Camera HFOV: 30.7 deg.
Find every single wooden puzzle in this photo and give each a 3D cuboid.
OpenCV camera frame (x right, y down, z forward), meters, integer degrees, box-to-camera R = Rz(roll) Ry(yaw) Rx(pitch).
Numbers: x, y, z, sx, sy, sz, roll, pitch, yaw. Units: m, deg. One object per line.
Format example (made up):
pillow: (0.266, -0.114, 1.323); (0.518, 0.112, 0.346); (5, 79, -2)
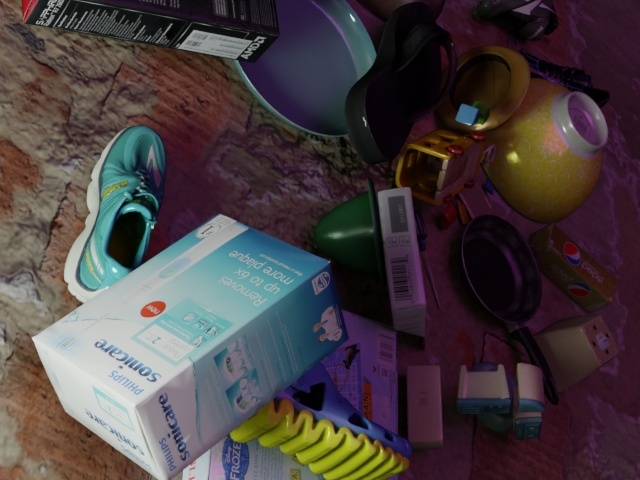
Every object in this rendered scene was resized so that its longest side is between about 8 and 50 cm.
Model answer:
wooden puzzle: (0.271, -0.068, 2.053); (0.116, 0.014, 0.079); (-17, 85, -45)

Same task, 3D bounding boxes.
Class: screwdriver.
screwdriver: (0.171, 0.031, 1.913); (0.025, 0.024, 0.170); (-7, 78, -12)

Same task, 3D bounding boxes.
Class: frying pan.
frying pan: (0.339, 0.105, 1.996); (0.326, 0.053, 0.197); (57, 44, -6)

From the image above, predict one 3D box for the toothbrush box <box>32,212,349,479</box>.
toothbrush box: (-0.150, 0.116, 1.374); (0.295, 0.216, 0.126); (-36, 129, -28)

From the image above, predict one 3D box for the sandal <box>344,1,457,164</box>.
sandal: (0.161, -0.268, 1.949); (0.168, 0.107, 0.446); (64, 31, -27)

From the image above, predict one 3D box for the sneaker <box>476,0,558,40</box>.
sneaker: (0.404, -0.448, 2.320); (0.234, 0.078, 0.106); (-12, 74, -46)

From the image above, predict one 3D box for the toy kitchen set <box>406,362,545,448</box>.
toy kitchen set: (0.239, 0.277, 1.792); (0.207, 0.166, 0.122); (-2, 61, 6)

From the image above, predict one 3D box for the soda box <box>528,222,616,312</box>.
soda box: (0.458, 0.052, 2.122); (0.181, 0.058, 0.061); (39, 48, -20)

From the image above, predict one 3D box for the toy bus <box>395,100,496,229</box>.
toy bus: (0.204, -0.137, 1.961); (0.191, 0.104, 0.202); (-61, 157, -17)

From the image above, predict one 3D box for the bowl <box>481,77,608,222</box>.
bowl: (0.438, -0.191, 2.162); (0.289, 0.156, 0.290); (20, 57, -34)

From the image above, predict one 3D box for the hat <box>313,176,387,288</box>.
hat: (0.000, 0.000, 1.769); (0.208, 0.183, 0.173); (53, 30, -79)

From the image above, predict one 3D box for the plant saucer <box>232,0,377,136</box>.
plant saucer: (-0.033, -0.304, 1.886); (0.317, 0.043, 0.318); (20, 56, -33)

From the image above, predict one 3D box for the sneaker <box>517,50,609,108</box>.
sneaker: (0.471, -0.319, 2.303); (0.232, 0.090, 0.081); (26, 53, -30)

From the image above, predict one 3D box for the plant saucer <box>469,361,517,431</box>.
plant saucer: (0.288, 0.251, 1.895); (0.119, 0.021, 0.119); (20, 56, -33)

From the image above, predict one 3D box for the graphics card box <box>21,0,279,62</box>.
graphics card box: (-0.248, -0.401, 1.682); (0.370, 0.094, 0.233); (4, 65, -30)

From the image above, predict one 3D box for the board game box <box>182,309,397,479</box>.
board game box: (-0.031, 0.231, 1.592); (0.318, 0.066, 0.319); (22, 55, -32)

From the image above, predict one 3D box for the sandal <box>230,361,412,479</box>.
sandal: (-0.007, 0.214, 1.492); (0.317, 0.126, 0.138); (31, 48, -28)

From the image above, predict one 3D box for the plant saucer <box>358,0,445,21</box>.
plant saucer: (0.131, -0.539, 2.149); (0.310, 0.050, 0.311); (20, 56, -32)

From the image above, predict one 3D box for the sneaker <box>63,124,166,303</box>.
sneaker: (-0.243, -0.039, 1.515); (0.107, 0.110, 0.275); (28, 52, -28)

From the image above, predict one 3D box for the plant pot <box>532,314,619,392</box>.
plant pot: (0.450, 0.186, 2.019); (0.109, 0.096, 0.109); (-21, 83, -45)

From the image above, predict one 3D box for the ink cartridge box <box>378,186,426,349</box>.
ink cartridge box: (0.123, 0.052, 1.766); (0.066, 0.232, 0.189); (-5, 68, -2)

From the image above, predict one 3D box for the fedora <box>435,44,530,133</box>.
fedora: (0.296, -0.259, 2.086); (0.079, 0.194, 0.194); (50, 37, -50)
